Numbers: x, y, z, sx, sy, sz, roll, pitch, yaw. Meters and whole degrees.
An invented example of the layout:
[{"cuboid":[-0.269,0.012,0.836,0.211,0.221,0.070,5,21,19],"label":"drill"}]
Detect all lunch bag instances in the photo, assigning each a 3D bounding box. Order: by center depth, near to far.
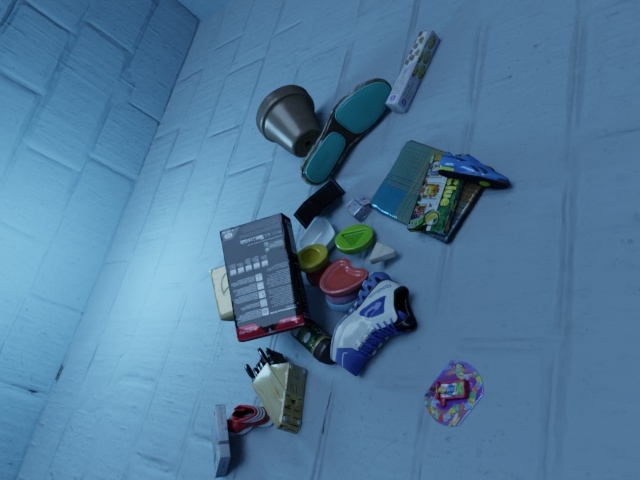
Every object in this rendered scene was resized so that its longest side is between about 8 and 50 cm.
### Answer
[{"cuboid":[0.138,-0.119,1.928,0.083,0.053,0.071,-43,42,3],"label":"lunch bag"}]

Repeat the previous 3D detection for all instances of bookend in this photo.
[{"cuboid":[-0.003,-0.135,2.010,0.157,0.072,0.156,-38,9,22],"label":"bookend"}]

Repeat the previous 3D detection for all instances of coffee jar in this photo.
[{"cuboid":[-0.011,0.318,1.755,0.184,0.096,0.079,34,94,50],"label":"coffee jar"}]

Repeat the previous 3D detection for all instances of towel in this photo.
[{"cuboid":[0.341,-0.163,1.760,0.370,0.040,0.271,32,91,49],"label":"towel"}]

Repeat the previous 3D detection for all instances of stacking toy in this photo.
[{"cuboid":[0.094,0.096,1.815,0.279,0.130,0.309,-31,35,-11],"label":"stacking toy"}]

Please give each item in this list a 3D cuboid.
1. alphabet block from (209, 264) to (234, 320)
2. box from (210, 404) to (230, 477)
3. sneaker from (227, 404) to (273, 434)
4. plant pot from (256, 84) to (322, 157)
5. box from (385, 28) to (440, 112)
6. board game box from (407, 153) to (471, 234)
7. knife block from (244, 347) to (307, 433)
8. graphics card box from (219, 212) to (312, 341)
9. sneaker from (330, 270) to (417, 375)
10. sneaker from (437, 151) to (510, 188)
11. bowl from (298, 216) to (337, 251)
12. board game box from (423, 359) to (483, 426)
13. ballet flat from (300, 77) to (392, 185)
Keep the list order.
[{"cuboid":[-0.242,0.170,1.948,0.197,0.193,0.192,-21,72,17],"label":"alphabet block"},{"cuboid":[-0.335,0.668,1.846,0.186,0.038,0.145,-109,27,-43],"label":"box"},{"cuboid":[-0.265,0.575,1.819,0.221,0.128,0.087,-28,47,31],"label":"sneaker"},{"cuboid":[-0.102,-0.470,2.287,0.263,0.263,0.229,-45,58,15],"label":"plant pot"},{"cuboid":[0.343,-0.624,2.043,0.063,0.067,0.324,15,75,50],"label":"box"},{"cuboid":[0.360,-0.142,1.678,0.136,0.030,0.259,7,71,44],"label":"board game box"},{"cuboid":[-0.164,0.485,1.809,0.242,0.088,0.275,-19,52,38],"label":"knife block"},{"cuboid":[-0.180,0.119,1.780,0.233,0.094,0.371,-17,75,14],"label":"graphics card box"},{"cuboid":[0.165,0.245,1.596,0.182,0.127,0.315,15,75,52],"label":"sneaker"},{"cuboid":[0.446,-0.208,1.594,0.209,0.069,0.082,18,75,21],"label":"sneaker"},{"cuboid":[0.000,0.000,1.989,0.142,0.053,0.142,-50,40,11],"label":"bowl"},{"cuboid":[0.330,0.384,1.408,0.168,0.033,0.133,-53,39,5],"label":"board game box"},{"cuboid":[0.078,-0.426,2.132,0.483,0.164,0.182,-52,19,9],"label":"ballet flat"}]
